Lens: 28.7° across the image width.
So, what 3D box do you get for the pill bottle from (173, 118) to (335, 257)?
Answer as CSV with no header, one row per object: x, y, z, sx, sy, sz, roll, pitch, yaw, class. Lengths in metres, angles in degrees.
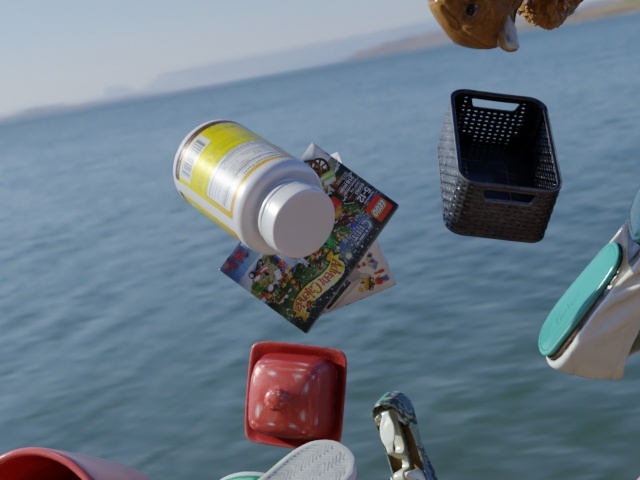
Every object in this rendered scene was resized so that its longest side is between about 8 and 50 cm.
-0.076,-0.058,1.460,0.117,0.117,0.215,-15,30,-30,pill bottle

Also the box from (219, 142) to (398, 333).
-0.016,-0.003,1.831,0.233,0.159,0.044,-54,-6,-1,box

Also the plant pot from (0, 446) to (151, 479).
-0.367,0.440,1.865,0.274,0.275,0.243,-7,-7,20,plant pot

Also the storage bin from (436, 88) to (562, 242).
0.210,-0.090,1.488,0.122,0.084,0.180,6,42,-5,storage bin

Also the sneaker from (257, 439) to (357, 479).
-0.075,0.344,1.271,0.292,0.169,0.108,-29,45,-20,sneaker

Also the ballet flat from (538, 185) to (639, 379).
0.415,0.016,1.522,0.139,0.400,0.139,21,30,-13,ballet flat

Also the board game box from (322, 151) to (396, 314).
0.000,0.000,2.286,0.193,0.305,0.053,-22,38,4,board game box

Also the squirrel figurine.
0.366,-0.501,2.226,0.397,0.371,0.281,16,1,-35,squirrel figurine

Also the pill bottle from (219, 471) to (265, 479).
-0.127,0.517,1.842,0.204,0.204,0.361,-8,20,12,pill bottle

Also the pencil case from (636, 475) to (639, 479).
0.270,0.316,1.043,0.386,0.160,0.167,-37,-22,-30,pencil case

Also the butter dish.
-0.050,0.237,1.882,0.159,0.160,0.118,5,-2,17,butter dish

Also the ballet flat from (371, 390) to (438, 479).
0.114,0.302,1.722,0.070,0.188,0.070,-19,-10,-4,ballet flat
